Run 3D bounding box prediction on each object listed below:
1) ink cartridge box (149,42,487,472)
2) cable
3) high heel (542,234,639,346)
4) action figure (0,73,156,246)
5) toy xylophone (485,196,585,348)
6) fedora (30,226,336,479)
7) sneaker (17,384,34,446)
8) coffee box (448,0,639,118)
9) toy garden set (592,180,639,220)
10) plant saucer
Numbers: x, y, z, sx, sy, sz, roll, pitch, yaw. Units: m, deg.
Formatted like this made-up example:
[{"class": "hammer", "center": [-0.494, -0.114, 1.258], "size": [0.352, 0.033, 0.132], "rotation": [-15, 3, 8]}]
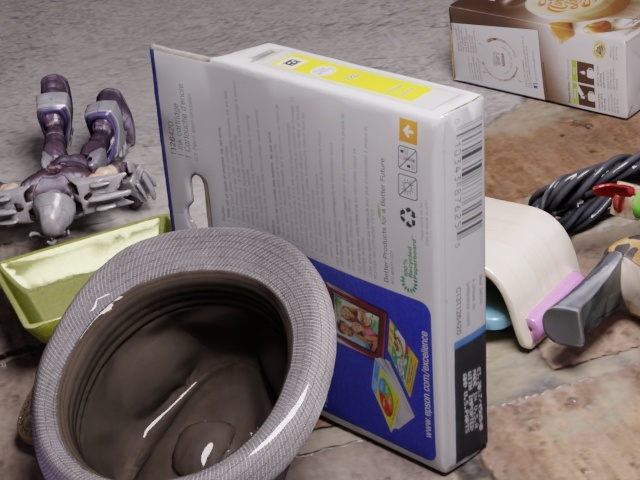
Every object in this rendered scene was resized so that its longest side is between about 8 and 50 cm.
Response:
[{"class": "ink cartridge box", "center": [0.000, 0.000, 1.308], "size": [0.072, 0.304, 0.307], "rotation": [-27, 34, -37]}, {"class": "cable", "center": [0.274, -0.049, 1.518], "size": [0.184, 0.047, 0.150], "rotation": [-13, -10, -43]}, {"class": "high heel", "center": [0.340, 0.055, 1.350], "size": [0.261, 0.093, 0.186], "rotation": [14, 29, 32]}, {"class": "action figure", "center": [-0.267, -0.075, 1.740], "size": [0.185, 0.099, 0.285], "rotation": [1, 33, 1]}, {"class": "toy xylophone", "center": [0.067, 0.021, 1.477], "size": [0.322, 0.081, 0.236], "rotation": [19, 37, 40]}, {"class": "fedora", "center": [-0.097, 0.131, 1.265], "size": [0.243, 0.124, 0.275], "rotation": [-6, 45, 11]}, {"class": "sneaker", "center": [-0.182, 0.117, 1.402], "size": [0.066, 0.071, 0.188], "rotation": [18, 60, 42]}, {"class": "coffee box", "center": [0.287, -0.233, 1.869], "size": [0.246, 0.098, 0.141], "rotation": [18, 37, 39]}, {"class": "toy garden set", "center": [0.344, -0.006, 1.406], "size": [0.244, 0.049, 0.203], "rotation": [6, 10, -44]}, {"class": "plant saucer", "center": [-0.204, 0.044, 1.534], "size": [0.188, 0.045, 0.188], "rotation": [-17, 22, -16]}]
